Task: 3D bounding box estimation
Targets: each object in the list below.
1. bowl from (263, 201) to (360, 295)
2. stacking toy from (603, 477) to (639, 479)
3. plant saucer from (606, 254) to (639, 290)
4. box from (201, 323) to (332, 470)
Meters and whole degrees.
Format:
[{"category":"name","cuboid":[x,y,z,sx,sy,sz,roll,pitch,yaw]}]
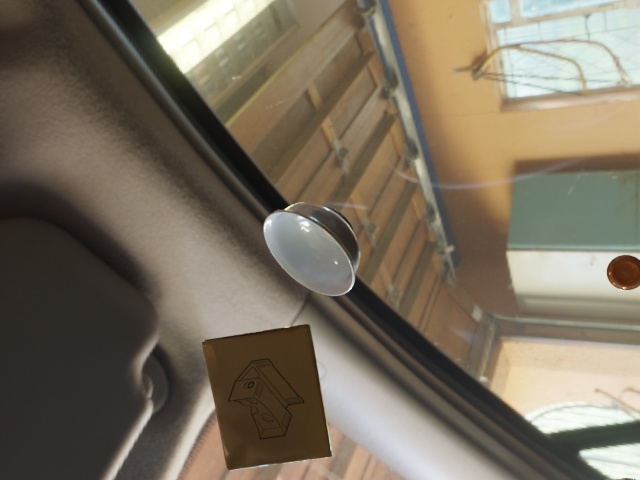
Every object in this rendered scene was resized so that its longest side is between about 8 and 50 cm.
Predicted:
[{"category":"bowl","cuboid":[0.000,0.000,1.743,0.134,0.298,0.298,-47,-50,-33]},{"category":"stacking toy","cuboid":[0.660,0.640,1.536,0.330,0.141,0.141,15,-104,-30]},{"category":"plant saucer","cuboid":[0.708,0.074,1.477,0.013,0.083,0.083,14,-102,-65]},{"category":"box","cuboid":[-0.079,0.235,0.951,0.021,0.164,0.201,-47,-52,-84]}]
